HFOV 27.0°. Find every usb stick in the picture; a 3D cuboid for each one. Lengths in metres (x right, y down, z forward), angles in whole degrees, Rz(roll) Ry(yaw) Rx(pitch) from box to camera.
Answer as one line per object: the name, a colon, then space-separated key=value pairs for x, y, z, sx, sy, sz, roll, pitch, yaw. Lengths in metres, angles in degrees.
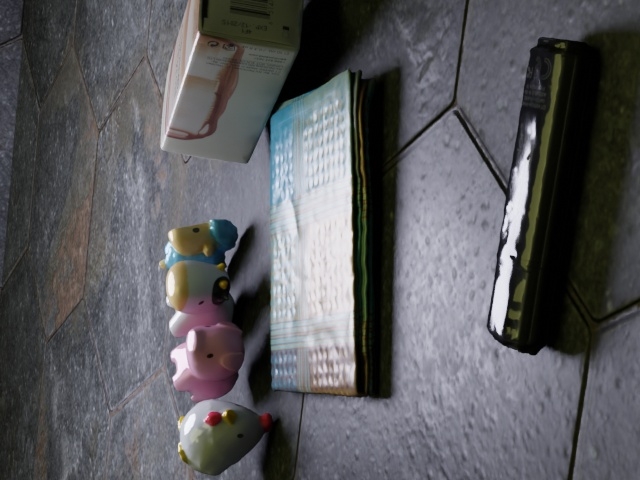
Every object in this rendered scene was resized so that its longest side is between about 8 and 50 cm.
usb stick: x=0.192 y=-0.038 z=1.177 sx=0.077 sy=0.045 sz=0.278 roll=-145 pitch=61 yaw=-70

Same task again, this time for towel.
towel: x=0.000 y=0.000 z=1.611 sx=0.271 sy=0.040 sz=0.370 roll=169 pitch=101 yaw=-66

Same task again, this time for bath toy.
bath toy: x=-0.144 y=0.145 z=1.820 sx=0.129 sy=0.151 sz=0.348 roll=-21 pitch=58 yaw=17

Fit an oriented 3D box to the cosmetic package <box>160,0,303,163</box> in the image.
cosmetic package: x=-0.118 y=-0.237 z=1.717 sx=0.296 sy=0.129 sz=0.153 roll=120 pitch=155 yaw=-60
